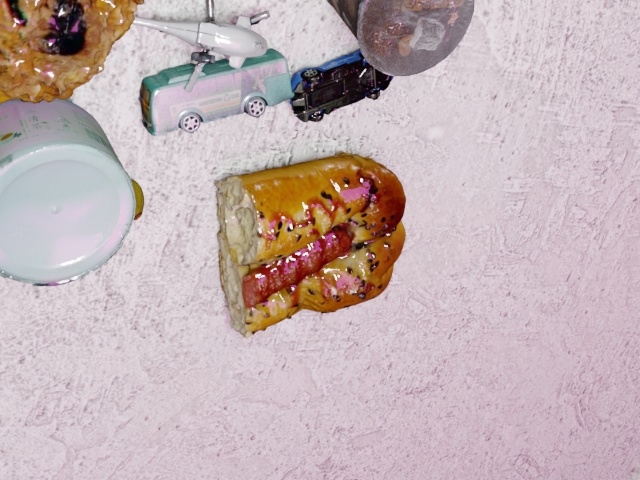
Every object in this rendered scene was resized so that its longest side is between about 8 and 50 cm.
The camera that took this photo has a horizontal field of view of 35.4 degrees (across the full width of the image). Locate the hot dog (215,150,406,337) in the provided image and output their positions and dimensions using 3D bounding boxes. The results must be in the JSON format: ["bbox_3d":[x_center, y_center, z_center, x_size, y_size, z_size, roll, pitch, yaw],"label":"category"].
[{"bbox_3d":[0.000,0.000,1.948,0.365,0.196,0.367,-18,135,-22],"label":"hot dog"}]

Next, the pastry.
[{"bbox_3d":[-0.402,-0.387,1.330,0.337,0.292,0.405,-42,128,-9],"label":"pastry"}]

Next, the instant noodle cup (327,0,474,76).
[{"bbox_3d":[0.115,-0.414,1.664,0.217,0.207,0.218,-16,132,-18],"label":"instant noodle cup"}]

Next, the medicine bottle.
[{"bbox_3d":[-0.437,-0.109,1.528,0.244,0.290,0.245,-16,130,-20],"label":"medicine bottle"}]

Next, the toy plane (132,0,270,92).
[{"bbox_3d":[-0.215,-0.342,1.583,0.273,0.107,0.182,27,91,-25],"label":"toy plane"}]

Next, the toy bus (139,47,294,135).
[{"bbox_3d":[-0.179,-0.252,1.710,0.261,0.091,0.109,-17,121,-20],"label":"toy bus"}]

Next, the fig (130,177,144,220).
[{"bbox_3d":[-0.342,-0.068,1.758,0.074,0.088,0.074,-29,152,-18],"label":"fig"}]

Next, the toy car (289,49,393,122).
[{"bbox_3d":[0.037,-0.290,1.819,0.216,0.063,0.103,-25,134,-19],"label":"toy car"}]
